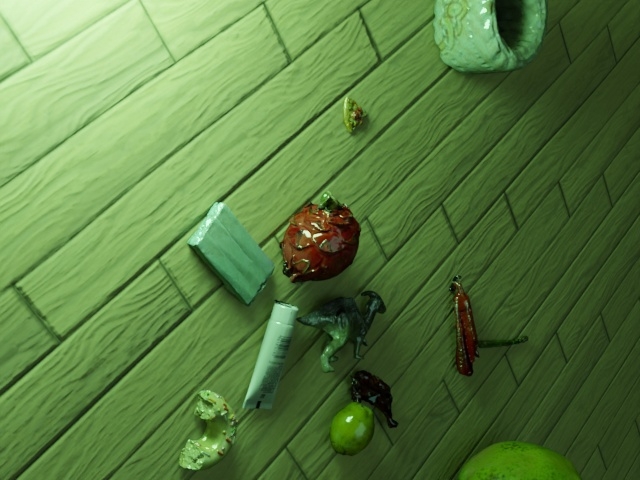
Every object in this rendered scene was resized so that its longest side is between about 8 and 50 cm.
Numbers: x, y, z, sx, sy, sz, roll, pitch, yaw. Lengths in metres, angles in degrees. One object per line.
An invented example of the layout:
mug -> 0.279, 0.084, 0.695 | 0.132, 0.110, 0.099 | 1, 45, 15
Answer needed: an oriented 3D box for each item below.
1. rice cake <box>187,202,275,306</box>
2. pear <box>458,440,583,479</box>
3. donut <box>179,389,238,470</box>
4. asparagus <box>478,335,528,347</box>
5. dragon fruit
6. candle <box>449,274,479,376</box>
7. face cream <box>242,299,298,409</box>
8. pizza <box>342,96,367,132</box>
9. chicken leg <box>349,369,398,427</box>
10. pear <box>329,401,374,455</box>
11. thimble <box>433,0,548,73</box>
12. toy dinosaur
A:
rice cake -> -0.180, 0.033, 1.604 | 0.211, 0.038, 0.124 | 48, 64, -35
pear -> 0.551, 0.747, 2.158 | 0.391, 0.391, 0.390 | -7, 100, -41
donut -> -0.221, 0.400, 1.596 | 0.108, 0.065, 0.165 | 18, 84, -42
asparagus -> 0.555, 0.307, 2.312 | 0.249, 0.025, 0.024 | 2, 52, -42
dragon fruit -> 0.000, 0.000, 1.677 | 0.172, 0.172, 0.209 | 22, 110, -42
candle -> 0.397, 0.238, 2.138 | 0.084, 0.059, 0.301 | -30, 115, -46
face cream -> -0.105, 0.256, 1.694 | 0.092, 0.058, 0.243 | 16, 90, -48
pizza -> 0.086, -0.301, 1.806 | 0.078, 0.025, 0.083 | -20, 108, -36
chicken leg -> 0.138, 0.394, 1.931 | 0.219, 0.048, 0.089 | 43, 71, -37
pear -> 0.077, 0.457, 1.851 | 0.107, 0.107, 0.131 | 23, 92, -41
thimble -> 0.436, -0.580, 1.972 | 0.292, 0.195, 0.291 | -8, 102, -42
toy dinosaur -> 0.057, 0.210, 1.821 | 0.294, 0.077, 0.162 | -10, 98, -55
